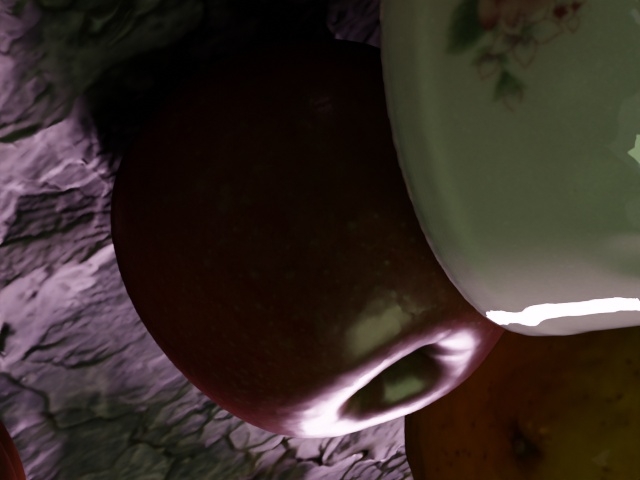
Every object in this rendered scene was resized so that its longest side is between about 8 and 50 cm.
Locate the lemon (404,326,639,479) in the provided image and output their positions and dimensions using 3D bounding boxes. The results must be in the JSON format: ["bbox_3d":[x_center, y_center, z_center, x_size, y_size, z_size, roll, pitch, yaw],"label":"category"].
[{"bbox_3d":[0.186,0.104,1.088,0.293,0.293,0.293,-25,145,-19],"label":"lemon"}]

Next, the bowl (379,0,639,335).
[{"bbox_3d":[0.153,-0.093,0.803,0.277,0.145,0.277,-3,93,-54],"label":"bowl"}]

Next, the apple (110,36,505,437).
[{"bbox_3d":[0.000,0.000,0.876,0.181,0.168,0.181,-27,154,-14],"label":"apple"}]

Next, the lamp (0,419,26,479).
[{"bbox_3d":[-0.224,0.139,0.802,0.223,0.196,0.223,-37,-172,6],"label":"lamp"}]
